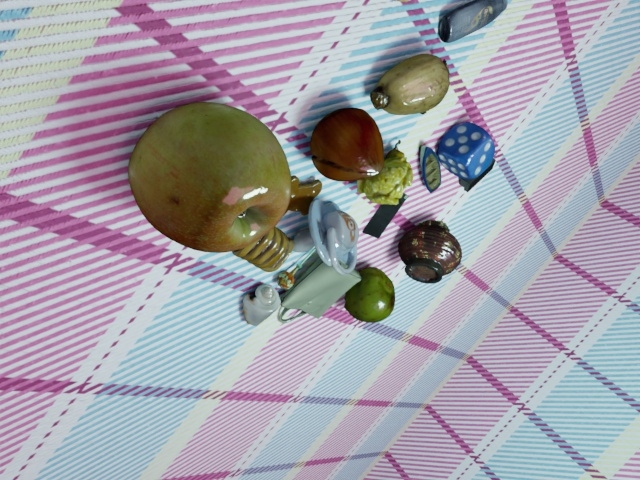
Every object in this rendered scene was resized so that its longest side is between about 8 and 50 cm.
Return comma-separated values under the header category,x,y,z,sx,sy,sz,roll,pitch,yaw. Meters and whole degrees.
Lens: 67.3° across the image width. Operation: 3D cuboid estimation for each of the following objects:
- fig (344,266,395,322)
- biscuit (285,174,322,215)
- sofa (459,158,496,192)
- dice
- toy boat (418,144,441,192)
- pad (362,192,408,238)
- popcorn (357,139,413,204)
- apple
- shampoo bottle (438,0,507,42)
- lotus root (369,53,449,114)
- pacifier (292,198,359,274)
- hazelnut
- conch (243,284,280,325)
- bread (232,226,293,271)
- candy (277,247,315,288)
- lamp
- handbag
category,x,y,z,sx,sy,sz,roll,pitch,yaw
fig,0.167,0.211,1.778,0.225,0.203,0.203,-29,155,35
biscuit,-0.089,-0.123,1.336,0.205,0.031,0.138,-8,135,-42
sofa,0.603,-0.265,1.866,0.147,0.060,0.085,-43,160,-4
dice,0.499,-0.306,1.649,0.146,0.143,0.146,-48,142,-4
toy boat,0.374,-0.251,1.656,0.080,0.046,0.229,-41,142,-6
pad,0.230,-0.094,1.696,0.116,0.004,0.193,20,110,-50
popcorn,0.212,-0.197,1.456,0.195,0.168,0.173,-30,104,-36
apple,-0.219,-0.123,1.009,0.319,0.277,0.319,-27,141,-25
shampoo bottle,0.434,-0.634,1.358,0.234,0.049,0.087,-31,143,-20
lotus root,0.260,-0.420,1.316,0.257,0.140,0.154,-27,133,-15
pacifier,0.000,0.000,1.435,0.207,0.227,0.279,-11,174,24
hazelnut,0.079,-0.238,1.252,0.208,0.208,0.208,-26,138,-25
conch,-0.193,0.205,1.519,0.104,0.094,0.176,-27,168,-44
bread,-0.169,0.009,1.341,0.134,0.081,0.225,-49,144,5
candy,-0.068,0.080,1.539,0.055,0.049,0.184,45,80,-9
lamp,0.415,0.038,1.823,0.247,0.247,0.247,-26,138,-25
handbag,-0.018,0.190,1.639,0.315,0.109,0.241,-48,142,8
